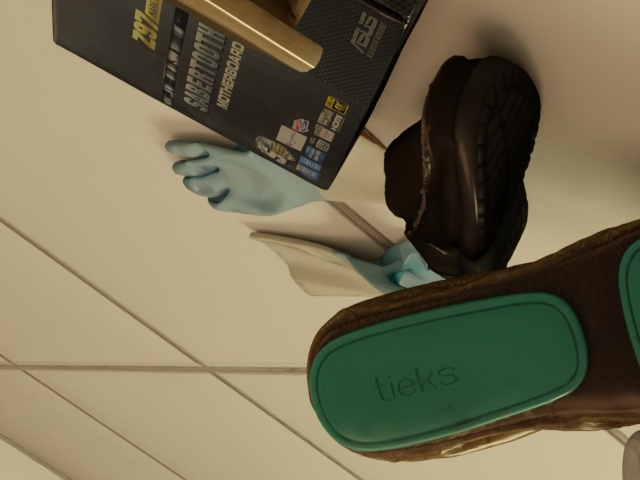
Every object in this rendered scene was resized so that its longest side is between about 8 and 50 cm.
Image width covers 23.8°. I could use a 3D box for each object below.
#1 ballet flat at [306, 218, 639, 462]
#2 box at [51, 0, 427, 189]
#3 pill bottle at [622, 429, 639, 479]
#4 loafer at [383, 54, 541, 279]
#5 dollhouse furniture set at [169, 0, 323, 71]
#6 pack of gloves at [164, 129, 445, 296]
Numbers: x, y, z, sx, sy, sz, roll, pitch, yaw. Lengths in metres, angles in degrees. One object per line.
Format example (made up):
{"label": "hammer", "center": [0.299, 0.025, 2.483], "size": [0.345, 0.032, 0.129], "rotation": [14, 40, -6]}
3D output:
{"label": "ballet flat", "center": [0.161, 0.046, 0.793], "size": [0.342, 0.116, 0.124], "rotation": [-15, -178, 22]}
{"label": "box", "center": [-0.046, -0.125, 0.774], "size": [0.183, 0.059, 0.232], "rotation": [30, 159, 0]}
{"label": "pill bottle", "center": [0.272, 0.139, 0.788], "size": [0.208, 0.119, 0.119], "rotation": [-10, 155, -1]}
{"label": "loafer", "center": [0.066, -0.031, 0.819], "size": [0.078, 0.080, 0.220], "rotation": [22, 158, 15]}
{"label": "dollhouse furniture set", "center": [0.060, -0.109, 0.418], "size": [0.242, 0.161, 0.212], "rotation": [29, -177, 37]}
{"label": "pack of gloves", "center": [0.000, 0.000, 1.026], "size": [0.195, 0.046, 0.232], "rotation": [41, 156, -31]}
